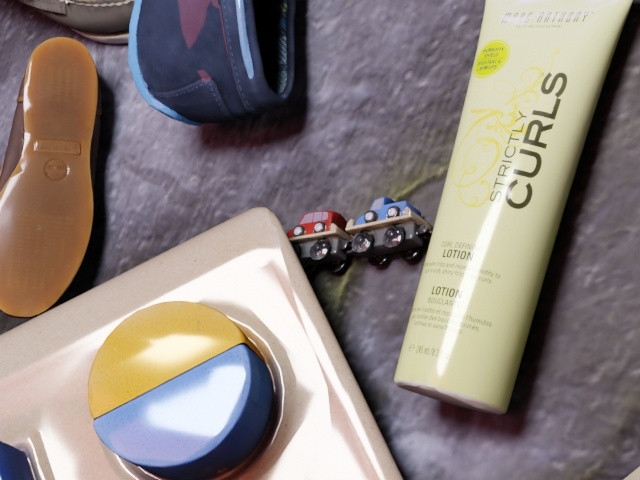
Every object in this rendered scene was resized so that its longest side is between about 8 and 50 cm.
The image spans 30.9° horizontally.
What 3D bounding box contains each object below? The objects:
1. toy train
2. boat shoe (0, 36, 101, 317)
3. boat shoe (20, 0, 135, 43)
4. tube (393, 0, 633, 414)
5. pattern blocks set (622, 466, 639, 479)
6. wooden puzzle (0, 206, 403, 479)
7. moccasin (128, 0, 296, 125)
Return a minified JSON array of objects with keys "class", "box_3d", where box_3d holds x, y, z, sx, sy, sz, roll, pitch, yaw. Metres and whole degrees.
[{"class":"toy train","box_3d":[0.000,0.000,0.703,0.158,0.027,0.036,-10,59,36]},{"class":"boat shoe","box_3d":[-0.198,-0.041,0.847,0.073,0.073,0.207,145,137,-70]},{"class":"boat shoe","box_3d":[-0.210,-0.228,0.893,0.305,0.091,0.109,23,91,40]},{"class":"tube","box_3d":[0.098,-0.030,0.619,0.070,0.062,0.240,18,80,-1]},{"class":"pattern blocks set","box_3d":[0.153,0.119,0.423,0.325,0.026,0.285,122,168,-56]},{"class":"wooden puzzle","box_3d":[-0.114,0.171,0.604,0.322,0.080,0.348,-27,61,1]},{"class":"moccasin","box_3d":[-0.032,-0.243,0.756,0.116,0.137,0.342,8,95,34]}]
